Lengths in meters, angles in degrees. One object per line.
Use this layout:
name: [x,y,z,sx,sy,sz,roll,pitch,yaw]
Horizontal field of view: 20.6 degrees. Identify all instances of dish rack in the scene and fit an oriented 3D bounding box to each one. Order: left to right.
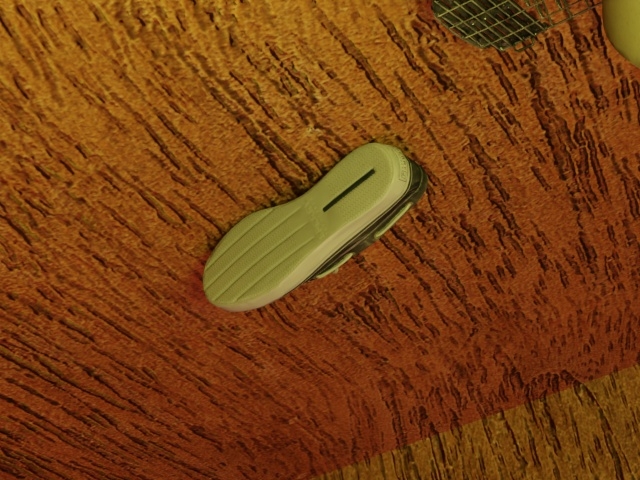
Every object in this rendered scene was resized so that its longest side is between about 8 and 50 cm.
dish rack: [0.249,-0.294,1.843,0.272,0.074,0.208,-26,155,22]

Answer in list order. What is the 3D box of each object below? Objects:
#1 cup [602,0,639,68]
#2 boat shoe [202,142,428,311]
cup: [0.395,-0.312,1.511,0.331,0.331,0.237,-16,124,-4]
boat shoe: [0.000,0.000,2.260,0.335,0.121,0.119,-32,150,25]
